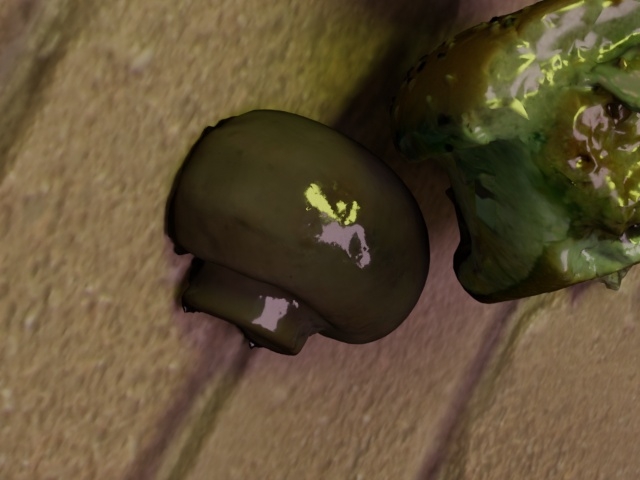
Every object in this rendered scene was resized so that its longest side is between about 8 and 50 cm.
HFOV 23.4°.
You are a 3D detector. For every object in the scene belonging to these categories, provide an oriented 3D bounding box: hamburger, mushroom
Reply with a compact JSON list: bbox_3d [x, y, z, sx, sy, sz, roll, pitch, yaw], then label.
[{"bbox_3d":[0.136,-0.055,0.949,0.192,0.288,0.168,-19,90,-18],"label":"hamburger"},{"bbox_3d":[0.000,0.000,0.953,0.188,0.117,0.141,33,72,-43],"label":"mushroom"}]

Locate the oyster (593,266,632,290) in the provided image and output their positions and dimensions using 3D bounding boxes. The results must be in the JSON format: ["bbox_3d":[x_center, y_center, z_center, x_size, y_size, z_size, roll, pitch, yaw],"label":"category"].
[{"bbox_3d":[0.282,-0.104,1.190,0.268,0.112,0.198,-55,158,-22],"label":"oyster"}]
